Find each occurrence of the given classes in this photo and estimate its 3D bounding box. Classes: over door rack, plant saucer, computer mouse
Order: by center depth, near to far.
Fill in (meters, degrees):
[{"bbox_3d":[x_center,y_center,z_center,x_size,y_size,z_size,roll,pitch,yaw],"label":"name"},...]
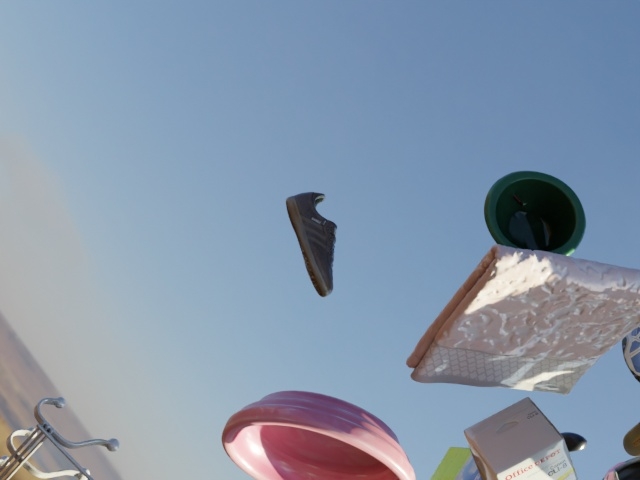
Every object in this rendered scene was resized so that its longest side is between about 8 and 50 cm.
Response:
[{"bbox_3d":[-0.388,0.431,1.610,0.324,0.108,0.239,52,-54,9],"label":"over door rack"},{"bbox_3d":[0.002,0.349,1.681,0.332,0.084,0.332,14,-33,9],"label":"plant saucer"},{"bbox_3d":[0.438,0.435,2.093,0.071,0.242,0.041,11,65,-62],"label":"computer mouse"}]

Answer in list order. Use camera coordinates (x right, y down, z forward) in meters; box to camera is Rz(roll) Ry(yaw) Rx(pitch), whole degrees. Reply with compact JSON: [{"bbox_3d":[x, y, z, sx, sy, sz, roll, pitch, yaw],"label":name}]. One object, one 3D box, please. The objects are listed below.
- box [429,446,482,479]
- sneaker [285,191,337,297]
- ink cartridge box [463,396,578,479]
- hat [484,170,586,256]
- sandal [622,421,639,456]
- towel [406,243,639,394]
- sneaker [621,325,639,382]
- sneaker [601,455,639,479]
[{"bbox_3d":[0.287,0.454,1.937,0.042,0.109,0.178,45,-26,-15],"label":"box"},{"bbox_3d":[0.000,0.000,1.665,0.066,0.071,0.188,91,-19,-68],"label":"sneaker"},{"bbox_3d":[0.335,0.375,1.637,0.176,0.128,0.127,65,-6,-28],"label":"ink cartridge box"},{"bbox_3d":[0.373,-0.013,1.816,0.208,0.173,0.183,11,-20,-4],"label":"hat"},{"bbox_3d":[0.636,0.352,1.909,0.180,0.049,0.072,-54,-130,31],"label":"sandal"},{"bbox_3d":[0.344,0.138,1.597,0.317,0.332,0.053,121,-32,-41],"label":"towel"},{"bbox_3d":[0.667,0.198,2.041,0.080,0.211,0.081,31,-39,-35],"label":"sneaker"},{"bbox_3d":[0.642,0.405,1.746,0.131,0.319,0.112,72,-2,-56],"label":"sneaker"}]
